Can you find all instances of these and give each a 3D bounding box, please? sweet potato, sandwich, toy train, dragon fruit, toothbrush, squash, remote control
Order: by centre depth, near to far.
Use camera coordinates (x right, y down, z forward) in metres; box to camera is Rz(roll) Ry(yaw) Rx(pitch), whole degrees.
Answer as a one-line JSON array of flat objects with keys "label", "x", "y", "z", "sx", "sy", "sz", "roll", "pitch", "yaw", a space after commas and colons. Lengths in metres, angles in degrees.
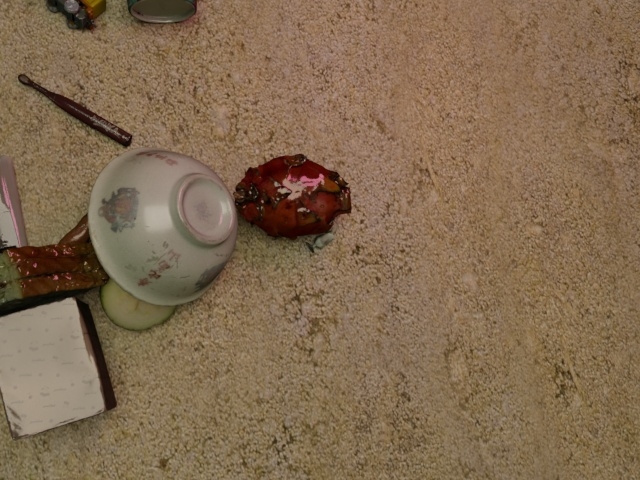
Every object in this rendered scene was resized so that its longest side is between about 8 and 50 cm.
[{"label": "sandwich", "x": -0.731, "y": 0.109, "z": 1.601, "sx": 0.326, "sy": 0.262, "sz": 0.131, "roll": -19, "pitch": 85, "yaw": 29}, {"label": "squash", "x": -0.476, "y": 0.134, "z": 1.721, "sx": 0.220, "sy": 0.041, "sz": 0.219, "roll": -9, "pitch": 115, "yaw": -21}, {"label": "remote control", "x": -0.871, "y": -0.077, "z": 1.746, "sx": 0.110, "sy": 0.055, "sz": 0.312, "roll": -12, "pitch": 82, "yaw": -12}, {"label": "sweet potato", "x": -0.656, "y": -0.020, "z": 1.772, "sx": 0.058, "sy": 0.055, "sz": 0.202, "roll": 45, "pitch": 75, "yaw": -10}, {"label": "dragon fruit", "x": -0.076, "y": -0.125, "z": 1.810, "sx": 0.315, "sy": 0.250, "sz": 0.250, "roll": -20, "pitch": 83, "yaw": 2}, {"label": "toothbrush", "x": -0.701, "y": -0.373, "z": 1.844, "sx": 0.364, "sy": 0.041, "sz": 0.040, "roll": 30, "pitch": 75, "yaw": -2}, {"label": "toy train", "x": -0.720, "y": -0.706, "z": 1.885, "sx": 0.219, "sy": 0.089, "sz": 0.127, "roll": 40, "pitch": 65, "yaw": 0}]

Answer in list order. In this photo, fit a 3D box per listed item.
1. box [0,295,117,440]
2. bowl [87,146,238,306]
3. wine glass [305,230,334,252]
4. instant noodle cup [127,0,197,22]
[{"label": "box", "x": -0.673, "y": 0.317, "z": 1.634, "sx": 0.225, "sy": 0.190, "sz": 0.296, "roll": -17, "pitch": 83, "yaw": -13}, {"label": "bowl", "x": -0.346, "y": -0.059, "z": 1.649, "sx": 0.435, "sy": 0.196, "sz": 0.434, "roll": 19, "pitch": 64, "yaw": -44}, {"label": "wine glass", "x": 0.000, "y": 0.000, "z": 1.893, "sx": 0.083, "sy": 0.042, "sz": 0.038, "roll": -34, "pitch": 124, "yaw": -17}, {"label": "instant noodle cup", "x": -0.465, "y": -0.753, "z": 1.868, "sx": 0.252, "sy": 0.251, "sz": 0.190, "roll": -6, "pitch": 88, "yaw": -11}]
